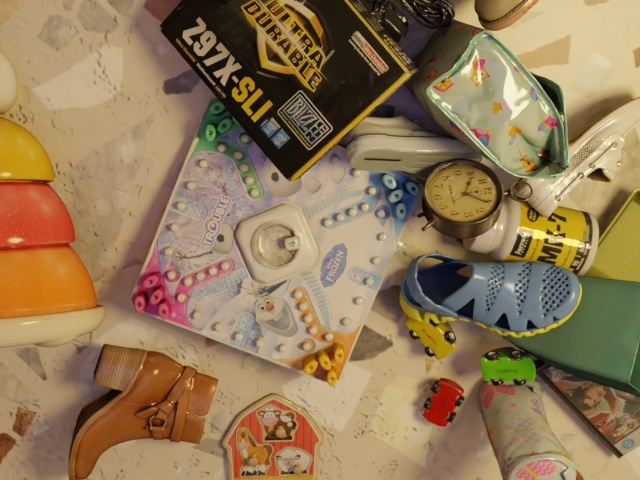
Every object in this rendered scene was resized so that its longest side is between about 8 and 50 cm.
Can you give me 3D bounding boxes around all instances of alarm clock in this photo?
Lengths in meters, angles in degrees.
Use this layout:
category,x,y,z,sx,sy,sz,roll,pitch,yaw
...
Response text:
category,x,y,z,sx,sy,sz,roll,pitch,yaw
alarm clock,0.250,-0.068,1.414,0.191,0.129,0.064,-8,148,3

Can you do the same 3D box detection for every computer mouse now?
category,x,y,z,sx,sy,sz,roll,pitch,yaw
computer mouse,0.071,-0.311,1.392,0.188,0.072,0.272,25,116,-19

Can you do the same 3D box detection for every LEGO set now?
category,x,y,z,sx,sy,sz,roll,pitch,yaw
LEGO set,0.000,0.000,1.524,0.244,0.060,0.183,-33,97,2

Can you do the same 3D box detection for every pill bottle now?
category,x,y,z,sx,sy,sz,roll,pitch,yaw
pill bottle,0.359,-0.011,1.500,0.208,0.119,0.119,11,106,-8

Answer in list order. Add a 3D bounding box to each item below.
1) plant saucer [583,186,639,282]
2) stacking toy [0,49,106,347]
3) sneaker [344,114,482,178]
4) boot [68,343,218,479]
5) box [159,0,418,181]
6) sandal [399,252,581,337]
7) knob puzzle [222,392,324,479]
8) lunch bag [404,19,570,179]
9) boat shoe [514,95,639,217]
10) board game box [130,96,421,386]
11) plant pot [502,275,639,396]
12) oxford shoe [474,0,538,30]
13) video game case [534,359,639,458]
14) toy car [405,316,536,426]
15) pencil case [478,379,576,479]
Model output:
category,x,y,z,sx,sy,sz,roll,pitch,yaw
plant saucer,0.578,0.020,1.566,0.188,0.045,0.188,30,103,-13
stacking toy,-0.527,-0.070,1.360,0.350,0.350,0.480,-4,89,-3
sneaker,0.155,-0.165,1.440,0.258,0.091,0.094,4,148,-30
boot,-0.324,0.332,1.572,0.220,0.109,0.284,19,98,-14
box,-0.052,-0.292,1.325,0.257,0.079,0.322,-40,90,25
sandal,0.268,0.082,1.445,0.317,0.126,0.138,-2,154,22
knob puzzle,-0.088,0.380,1.633,0.213,0.030,0.213,-1,108,-4
lunch bag,0.275,-0.214,1.372,0.262,0.223,0.160,39,100,-16
boat shoe,0.460,-0.138,1.456,0.277,0.098,0.096,-37,81,-2
board game box,-0.074,0.008,1.465,0.389,0.050,0.390,22,96,-7
plant pot,0.446,0.150,1.490,0.234,0.165,0.166,11,78,34
oxford shoe,0.320,-0.515,1.312,0.146,0.140,0.397,24,95,-33
video game case,0.578,0.254,1.618,0.248,0.035,0.275,-39,109,19
toy car,0.279,0.224,1.566,0.224,0.053,0.239,-4,110,26
pencil case,0.360,0.346,1.537,0.124,0.273,0.114,-9,114,3
